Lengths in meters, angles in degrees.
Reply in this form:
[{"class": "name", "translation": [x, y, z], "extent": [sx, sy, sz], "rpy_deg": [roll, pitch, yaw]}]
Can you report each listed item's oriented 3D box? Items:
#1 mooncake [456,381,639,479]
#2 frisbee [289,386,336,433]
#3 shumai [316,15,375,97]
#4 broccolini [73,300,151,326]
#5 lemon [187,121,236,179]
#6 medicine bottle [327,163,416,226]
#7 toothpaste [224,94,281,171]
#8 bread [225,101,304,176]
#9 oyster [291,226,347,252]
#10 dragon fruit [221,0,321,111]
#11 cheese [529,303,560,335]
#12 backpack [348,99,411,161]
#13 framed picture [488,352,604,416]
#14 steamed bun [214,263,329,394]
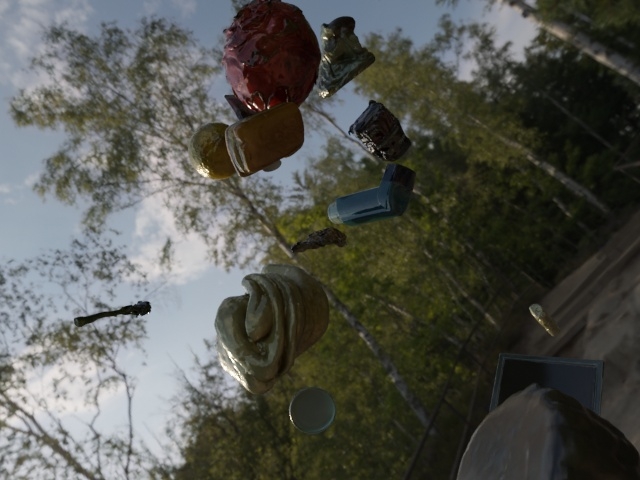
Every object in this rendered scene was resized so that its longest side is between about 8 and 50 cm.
[{"class": "mooncake", "translation": [0.251, 0.288, 0.579], "extent": [0.228, 0.124, 0.228], "rpy_deg": [-62, 2, 3]}, {"class": "frisbee", "translation": [-0.018, 0.395, 1.184], "extent": [0.110, 0.110, 0.014], "rpy_deg": [-46, 4, -1]}, {"class": "shumai", "translation": [0.052, -0.640, 1.773], "extent": [0.271, 0.204, 0.222], "rpy_deg": [-31, 13, 47]}, {"class": "broccolini", "translation": [-0.591, 0.220, 1.464], "extent": [0.071, 0.058, 0.254], "rpy_deg": [-37, -10, 27]}, {"class": "lemon", "translation": [-0.356, -0.304, 1.739], "extent": [0.192, 0.192, 0.231], "rpy_deg": [-38, 5, -17]}, {"class": "medicine bottle", "translation": [0.126, -0.106, 1.296], "extent": [0.079, 0.124, 0.258], "rpy_deg": [15, -19, -38]}, {"class": "toothpaste", "translation": [-0.183, -0.313, 1.421], "extent": [0.096, 0.266, 0.061], "rpy_deg": [-10, -26, -33]}, {"class": "bread", "translation": [-0.105, -0.214, 1.065], "extent": [0.200, 0.077, 0.116], "rpy_deg": [-36, -60, -38]}, {"class": "oyster", "translation": [0.004, 0.000, 1.287], "extent": [0.177, 0.056, 0.105], "rpy_deg": [-9, -12, -37]}, {"class": "dragon fruit", "translation": [-0.112, -0.411, 1.145], "extent": [0.240, 0.253, 0.241], "rpy_deg": [-17, 3, 1]}, {"class": "cheese", "translation": [0.752, 0.267, 1.698], "extent": [0.043, 0.065, 0.194], "rpy_deg": [-34, -43, 20]}, {"class": "backpack", "translation": [0.173, -0.293, 1.399], "extent": [0.120, 0.165, 0.106], "rpy_deg": [-52, 19, 5]}, {"class": "framed picture", "translation": [0.547, 0.375, 1.240], "extent": [0.014, 0.252, 0.197], "rpy_deg": [46, -126, -37]}, {"class": "steamed bun", "translation": [-0.146, 0.204, 1.354], "extent": [0.324, 0.230, 0.372], "rpy_deg": [-17, 27, 43]}]
